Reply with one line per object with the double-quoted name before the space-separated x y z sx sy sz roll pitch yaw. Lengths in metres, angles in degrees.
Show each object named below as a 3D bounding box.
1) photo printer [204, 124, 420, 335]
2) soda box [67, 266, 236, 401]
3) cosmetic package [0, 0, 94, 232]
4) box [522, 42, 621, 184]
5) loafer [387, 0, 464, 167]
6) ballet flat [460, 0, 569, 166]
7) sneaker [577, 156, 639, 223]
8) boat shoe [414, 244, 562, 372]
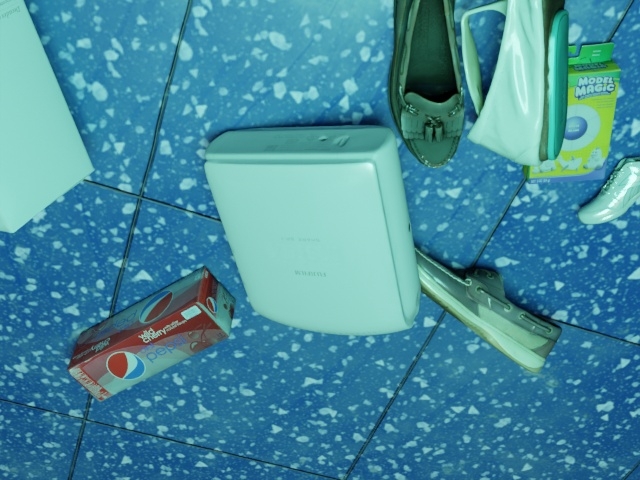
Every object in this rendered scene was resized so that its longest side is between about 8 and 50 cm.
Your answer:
"photo printer" 0.000 0.000 0.973 0.255 0.107 0.308 3 128 23
"soda box" -0.262 0.146 1.121 0.263 0.092 0.083 -27 121 18
"cosmetic package" -0.430 -0.202 0.807 0.196 0.155 0.366 9 131 27
"box" 0.321 -0.161 0.930 0.105 0.043 0.179 -5 123 4
"loafer" 0.129 -0.198 0.879 0.096 0.084 0.268 -6 125 5
"ballet flat" 0.221 -0.276 0.798 0.139 0.139 0.401 0 116 1
"sneaker" 0.414 -0.078 0.985 0.152 0.054 0.061 -34 109 15
"boat shoe" 0.235 0.084 1.074 0.285 0.103 0.092 37 91 -7
